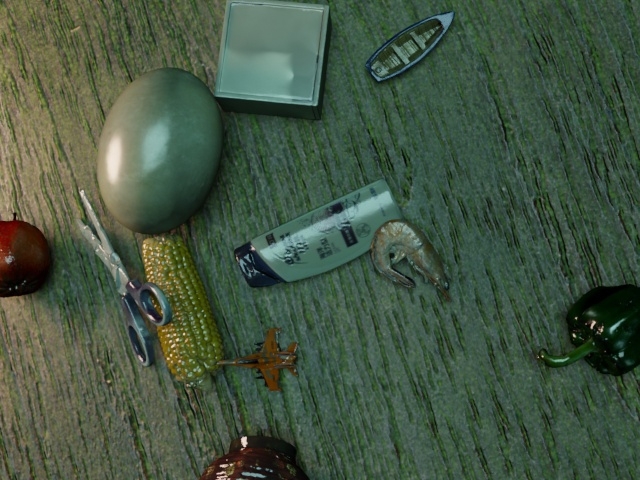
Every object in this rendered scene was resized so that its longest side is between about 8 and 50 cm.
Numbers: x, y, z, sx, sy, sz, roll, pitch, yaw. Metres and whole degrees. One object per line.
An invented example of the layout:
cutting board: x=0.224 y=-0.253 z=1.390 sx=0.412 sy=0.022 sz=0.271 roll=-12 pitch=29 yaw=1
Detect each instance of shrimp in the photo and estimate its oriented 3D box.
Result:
shrimp: x=0.195 y=0.055 z=1.764 sx=0.126 sy=0.047 sz=0.223 roll=-37 pitch=100 yaw=11

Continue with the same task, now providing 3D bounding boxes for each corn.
corn: x=-0.290 y=0.152 z=1.761 sx=0.130 sy=0.130 sz=0.347 roll=-17 pitch=81 yaw=1

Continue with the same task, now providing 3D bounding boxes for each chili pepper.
chili pepper: x=0.571 y=0.196 z=1.689 sx=0.261 sy=0.174 sz=0.165 roll=-39 pitch=107 yaw=-3

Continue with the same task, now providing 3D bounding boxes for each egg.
egg: x=-0.332 y=-0.186 z=1.737 sx=0.258 sy=0.258 sz=0.352 roll=18 pitch=94 yaw=5

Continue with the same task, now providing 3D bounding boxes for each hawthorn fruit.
hawthorn fruit: x=-0.664 y=0.021 z=1.796 sx=0.156 sy=0.157 sz=0.194 roll=-11 pitch=64 yaw=2

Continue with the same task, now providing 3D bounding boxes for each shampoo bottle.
shampoo bottle: x=0.000 y=0.000 z=1.787 sx=0.359 sy=0.078 sz=0.134 roll=-25 pitch=93 yaw=0

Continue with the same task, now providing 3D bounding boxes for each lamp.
lamp: x=-0.129 y=0.517 z=1.658 sx=0.246 sy=0.247 sz=0.247 roll=0 pitch=83 yaw=3

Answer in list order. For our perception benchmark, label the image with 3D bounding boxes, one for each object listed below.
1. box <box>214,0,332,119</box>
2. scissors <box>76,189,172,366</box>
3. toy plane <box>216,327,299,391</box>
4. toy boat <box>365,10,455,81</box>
box: x=-0.100 y=-0.396 z=1.822 sx=0.224 sy=0.117 sz=0.225 roll=6 pitch=83 yaw=5
scissors: x=-0.428 y=0.064 z=1.764 sx=0.029 sy=0.256 sz=0.384 roll=-20 pitch=67 yaw=-34
toy plane: x=-0.132 y=0.254 z=1.758 sx=0.188 sy=0.062 sz=0.135 roll=-1 pitch=83 yaw=-16
toy boat: x=0.203 y=-0.431 z=1.843 sx=0.228 sy=0.046 sz=0.080 roll=-37 pitch=82 yaw=-2
